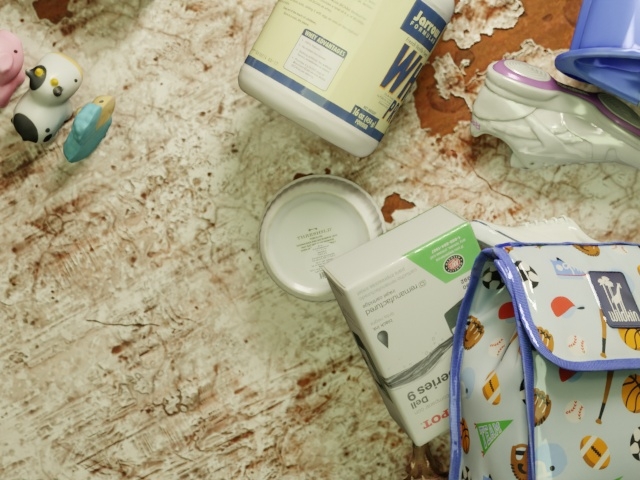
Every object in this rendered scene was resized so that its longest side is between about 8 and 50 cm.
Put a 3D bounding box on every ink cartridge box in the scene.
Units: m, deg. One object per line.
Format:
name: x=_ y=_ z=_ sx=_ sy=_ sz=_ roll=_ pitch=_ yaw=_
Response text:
ink cartridge box: x=0.162 y=0.126 z=1.545 sx=0.211 sy=0.121 sz=0.289 roll=-28 pitch=111 yaw=-8

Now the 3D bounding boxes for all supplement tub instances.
supplement tub: x=0.050 y=-0.311 z=1.522 sx=0.235 sy=0.235 sz=0.324 roll=30 pitch=96 yaw=1

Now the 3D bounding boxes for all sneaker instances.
sneaker: x=0.374 y=-0.164 z=1.592 sx=0.305 sy=0.114 sz=0.152 roll=23 pitch=120 yaw=-1
sneaker: x=0.351 y=0.003 z=1.606 sx=0.258 sy=0.094 sz=0.091 roll=19 pitch=86 yaw=-7

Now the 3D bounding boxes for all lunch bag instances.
lunch bag: x=0.364 y=0.193 z=1.449 sx=0.328 sy=0.239 sz=0.385 roll=0 pitch=90 yaw=-27

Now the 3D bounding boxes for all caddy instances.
caddy: x=0.514 y=-0.269 z=1.493 sx=0.341 sy=0.241 sz=0.179 roll=9 pitch=89 yaw=4

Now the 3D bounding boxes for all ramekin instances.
ramekin: x=0.000 y=0.000 z=1.613 sx=0.207 sy=0.109 sz=0.207 roll=0 pitch=94 yaw=4

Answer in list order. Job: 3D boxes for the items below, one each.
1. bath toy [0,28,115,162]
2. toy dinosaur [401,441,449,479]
bath toy: x=-0.497 y=-0.257 z=1.620 sx=0.348 sy=0.129 sz=0.151 roll=29 pitch=96 yaw=2
toy dinosaur: x=0.205 y=0.444 z=1.580 sx=0.127 sy=0.296 sz=0.200 roll=-33 pitch=133 yaw=-18
